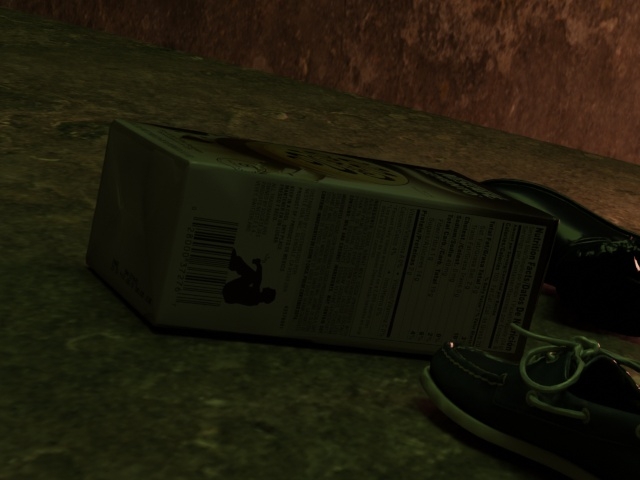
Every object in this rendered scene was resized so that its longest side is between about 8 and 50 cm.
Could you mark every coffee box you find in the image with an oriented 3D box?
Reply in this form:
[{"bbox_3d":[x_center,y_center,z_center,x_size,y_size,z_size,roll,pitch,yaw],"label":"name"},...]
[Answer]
[{"bbox_3d":[0.000,0.000,1.097,0.297,0.118,0.168,8,11,-28],"label":"coffee box"}]

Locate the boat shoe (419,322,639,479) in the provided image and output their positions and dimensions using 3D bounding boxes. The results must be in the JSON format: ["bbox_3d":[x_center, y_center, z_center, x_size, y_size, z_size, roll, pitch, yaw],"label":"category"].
[{"bbox_3d":[0.157,0.100,0.868,0.095,0.079,0.254,6,13,-35],"label":"boat shoe"}]

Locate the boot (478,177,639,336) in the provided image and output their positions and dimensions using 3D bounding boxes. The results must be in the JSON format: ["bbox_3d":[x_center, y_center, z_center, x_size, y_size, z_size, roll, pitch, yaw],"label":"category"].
[{"bbox_3d":[0.230,0.011,1.395,0.247,0.094,0.207,21,7,8],"label":"boot"}]
